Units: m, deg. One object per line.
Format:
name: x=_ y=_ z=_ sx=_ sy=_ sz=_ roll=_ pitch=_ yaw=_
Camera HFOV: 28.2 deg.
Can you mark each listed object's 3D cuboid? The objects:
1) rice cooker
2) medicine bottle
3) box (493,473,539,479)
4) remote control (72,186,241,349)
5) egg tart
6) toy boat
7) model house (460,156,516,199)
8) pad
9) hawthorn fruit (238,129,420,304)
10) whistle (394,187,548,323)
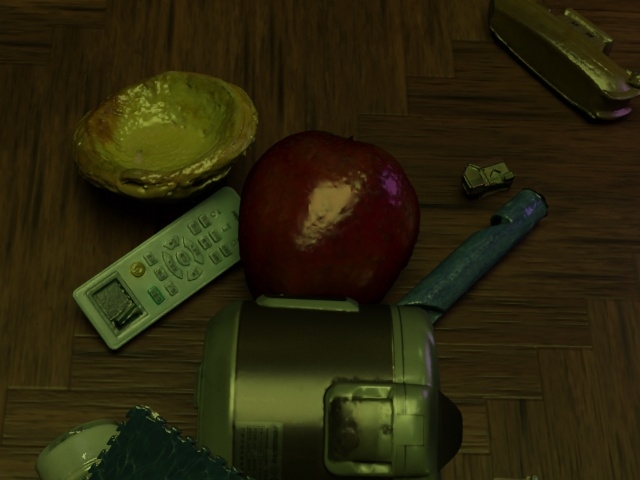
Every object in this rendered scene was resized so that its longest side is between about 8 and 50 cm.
rice cooker: x=0.014 y=0.228 z=1.584 sx=0.325 sy=0.335 sz=0.335 roll=2 pitch=57 yaw=0
medicine bottle: x=-0.247 y=0.361 z=1.590 sx=0.143 sy=0.143 sz=0.258 roll=-24 pitch=62 yaw=-19
box: x=0.249 y=0.372 z=1.661 sx=0.062 sy=0.089 sz=0.122 roll=5 pitch=56 yaw=11
remote control: x=-0.216 y=0.037 z=1.848 sx=0.293 sy=0.051 sz=0.103 roll=-36 pitch=92 yaw=-24
egg tart: x=-0.228 y=-0.137 z=1.897 sx=0.294 sy=0.123 sz=0.294 roll=-8 pitch=42 yaw=7
toy boat: x=0.407 y=-0.326 z=2.117 sx=0.121 sy=0.089 sz=0.321 roll=-32 pitch=64 yaw=-29
model house: x=0.252 y=-0.102 z=1.979 sx=0.083 sy=0.057 sz=0.058 roll=-17 pitch=65 yaw=-13
pad: x=-0.171 y=0.358 z=1.453 sx=0.269 sy=0.012 sz=0.270 roll=33 pitch=101 yaw=-3
hawthorn fruit: x=0.000 y=0.000 z=1.785 sx=0.265 sy=0.265 sz=0.307 roll=19 pitch=66 yaw=7
whistle: x=0.224 y=0.031 z=1.889 sx=0.062 sy=0.062 sz=0.304 roll=40 pitch=63 yaw=19
